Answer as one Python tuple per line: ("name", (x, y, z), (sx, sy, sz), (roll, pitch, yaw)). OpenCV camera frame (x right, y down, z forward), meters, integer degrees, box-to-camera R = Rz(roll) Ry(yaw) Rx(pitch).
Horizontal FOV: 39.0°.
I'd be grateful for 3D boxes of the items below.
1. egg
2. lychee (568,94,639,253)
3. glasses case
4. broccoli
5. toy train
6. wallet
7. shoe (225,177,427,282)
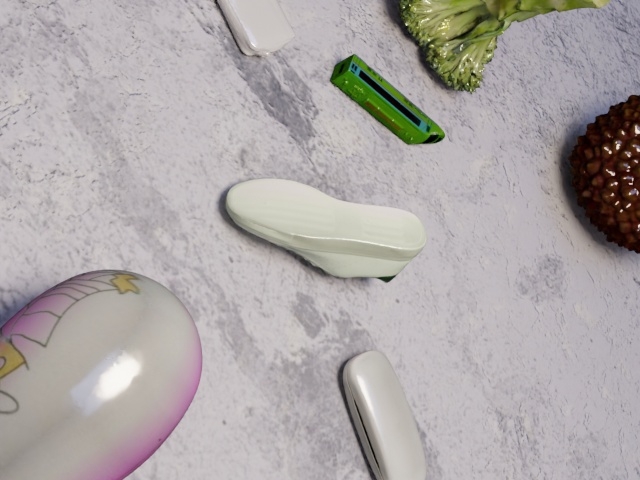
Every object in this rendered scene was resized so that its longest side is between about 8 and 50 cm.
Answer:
("egg", (-0.237, 0.144, 0.867), (0.271, 0.196, 0.196), (-30, 97, -30))
("lychee", (0.599, -0.116, 1.576), (0.330, 0.306, 0.306), (-31, 97, -38))
("glasses case", (0.086, 0.242, 1.197), (0.076, 0.049, 0.197), (-20, 90, -42))
("broccoli", (0.274, -0.351, 1.350), (0.252, 0.361, 0.221), (-41, 115, -1))
("toy train", (0.106, -0.195, 1.352), (0.209, 0.044, 0.042), (35, 56, -26))
("wallet", (-0.105, -0.340, 1.229), (0.095, 0.033, 0.189), (-28, 95, -40))
("shoe", (0.000, 0.000, 1.177), (0.265, 0.110, 0.095), (12, 50, -10))
